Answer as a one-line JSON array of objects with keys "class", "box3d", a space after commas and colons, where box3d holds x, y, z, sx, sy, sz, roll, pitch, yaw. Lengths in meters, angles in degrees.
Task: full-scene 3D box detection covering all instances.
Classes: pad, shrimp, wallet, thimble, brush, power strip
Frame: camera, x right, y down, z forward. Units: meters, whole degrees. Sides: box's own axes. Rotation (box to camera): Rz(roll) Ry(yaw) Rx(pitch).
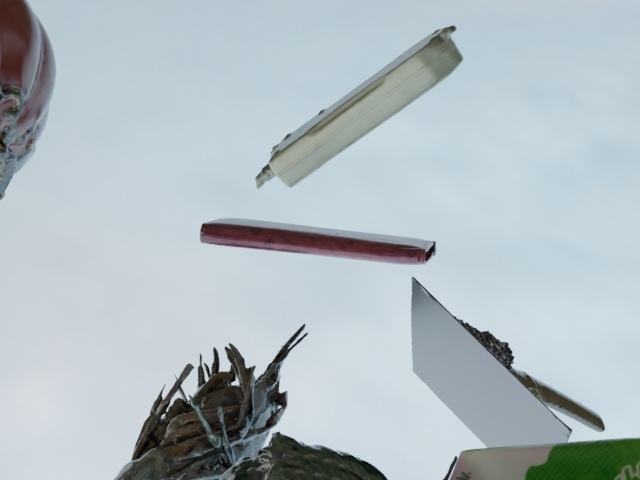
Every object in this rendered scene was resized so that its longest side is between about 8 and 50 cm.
[{"class": "pad", "box3d": [0.129, 0.126, 0.935, 0.004, 0.243, 0.163, -40, -111, -12]}, {"class": "shrimp", "box3d": [-0.118, 0.208, 1.291, 0.137, 0.172, 0.372, 36, -120, -12]}, {"class": "wallet", "box3d": [0.000, 0.000, 1.208, 0.232, 0.025, 0.119, 6, -175, 10]}, {"class": "thimble", "box3d": [-0.009, 0.196, 0.740, 0.135, 0.118, 0.090, 35, -152, -25]}, {"class": "brush", "box3d": [0.196, 0.130, 1.155, 0.248, 0.036, 0.043, 29, -157, -26]}, {"class": "power strip", "box3d": [0.024, -0.089, 0.835, 0.191, 0.030, 0.047, -34, -167, 24]}]

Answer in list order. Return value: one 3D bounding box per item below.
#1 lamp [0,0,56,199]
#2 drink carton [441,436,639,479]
[{"class": "lamp", "box3d": [-0.304, -0.108, 0.864, 0.227, 0.226, 0.227, 4, -152, -2]}, {"class": "drink carton", "box3d": [0.159, 0.182, 0.565, 0.271, 0.108, 0.161, -18, -142, 52]}]
